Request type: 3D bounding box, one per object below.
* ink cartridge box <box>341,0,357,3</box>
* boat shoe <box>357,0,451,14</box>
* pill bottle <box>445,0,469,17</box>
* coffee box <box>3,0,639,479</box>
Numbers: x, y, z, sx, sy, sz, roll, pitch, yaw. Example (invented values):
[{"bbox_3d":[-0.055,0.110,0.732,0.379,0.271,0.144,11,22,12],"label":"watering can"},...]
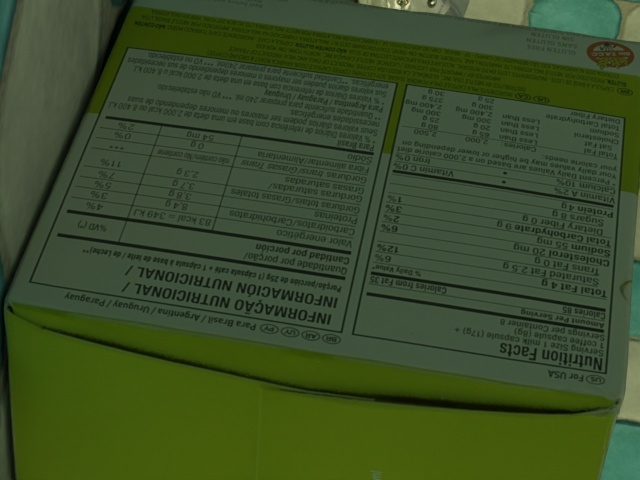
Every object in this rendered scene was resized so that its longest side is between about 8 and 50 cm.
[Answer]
[{"bbox_3d":[0.003,-0.266,2.045,0.237,0.100,0.172,87,13,-67],"label":"ink cartridge box"},{"bbox_3d":[0.088,-0.258,1.911,0.277,0.096,0.098,89,13,-52],"label":"boat shoe"},{"bbox_3d":[0.066,-0.171,2.234,0.181,0.181,0.323,85,26,-74],"label":"pill bottle"},{"bbox_3d":[0.010,0.076,1.185,0.334,0.338,0.337,-76,173,-48],"label":"coffee box"}]
